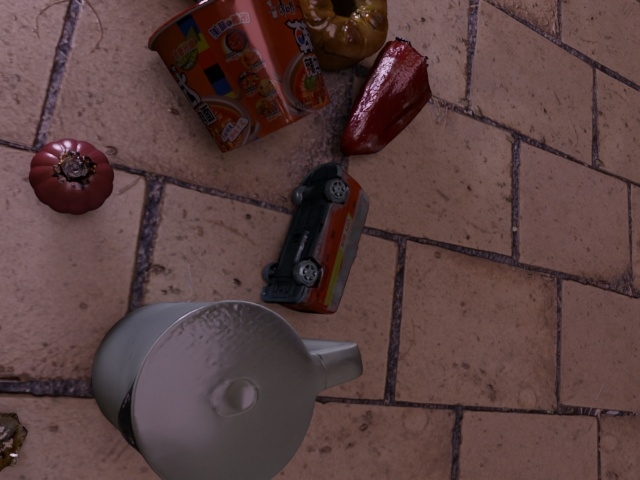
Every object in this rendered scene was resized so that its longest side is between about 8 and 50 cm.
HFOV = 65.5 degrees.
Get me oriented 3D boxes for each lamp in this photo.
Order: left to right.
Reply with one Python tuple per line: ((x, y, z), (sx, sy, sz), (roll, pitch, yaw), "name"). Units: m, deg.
((-0.345, -0.089, 0.693), (0.108, 0.092, 0.107), (5, 79, -27), "lamp")

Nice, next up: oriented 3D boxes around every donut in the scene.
((0.024, -0.438, 0.947), (0.227, 0.114, 0.226), (5, 80, -30), "donut")

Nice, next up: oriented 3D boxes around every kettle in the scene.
((-0.139, 0.185, 0.641), (0.265, 0.318, 0.204), (27, 69, -23), "kettle")

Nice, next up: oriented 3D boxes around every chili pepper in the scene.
((0.118, -0.255, 0.981), (0.136, 0.144, 0.252), (35, 78, -3), "chili pepper")

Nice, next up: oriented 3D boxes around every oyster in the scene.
((-0.445, 0.257, 0.622), (0.132, 0.029, 0.085), (10, 72, -25), "oyster")

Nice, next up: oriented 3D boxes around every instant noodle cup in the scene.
((-0.111, -0.266, 0.782), (0.250, 0.251, 0.192), (-35, 109, -29), "instant noodle cup")

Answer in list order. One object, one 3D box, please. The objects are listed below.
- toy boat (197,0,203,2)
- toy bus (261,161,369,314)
((-0.136, -0.528, 0.865), (0.145, 0.133, 0.331), (60, 43, -43), "toy boat")
((0.000, 0.000, 0.870), (0.120, 0.121, 0.264), (30, 68, -32), "toy bus")
